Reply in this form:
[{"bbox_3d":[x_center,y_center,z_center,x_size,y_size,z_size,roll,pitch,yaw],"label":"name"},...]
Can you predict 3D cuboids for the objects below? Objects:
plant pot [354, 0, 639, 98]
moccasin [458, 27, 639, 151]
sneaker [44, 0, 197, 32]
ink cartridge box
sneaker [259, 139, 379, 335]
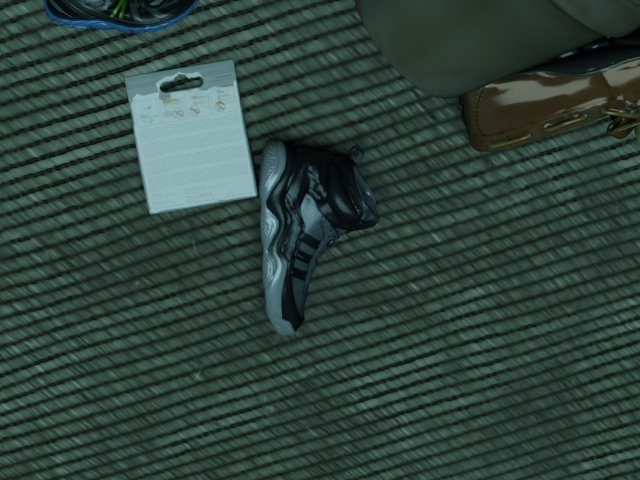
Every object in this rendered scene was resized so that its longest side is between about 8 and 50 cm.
[{"bbox_3d":[0.198,-0.318,1.862,0.323,0.323,0.280,42,122,-20],"label":"plant pot"},{"bbox_3d":[0.365,-0.185,2.000,0.380,0.139,0.147,-14,116,3],"label":"moccasin"},{"bbox_3d":[-0.241,-0.297,1.952,0.188,0.067,0.078,1,121,-1],"label":"sneaker"},{"bbox_3d":[-0.165,-0.132,2.059,0.145,0.045,0.179,-9,97,2],"label":"ink cartridge box"},{"bbox_3d":[0.000,0.000,2.083,0.153,0.101,0.269,-1,112,0],"label":"sneaker"}]
